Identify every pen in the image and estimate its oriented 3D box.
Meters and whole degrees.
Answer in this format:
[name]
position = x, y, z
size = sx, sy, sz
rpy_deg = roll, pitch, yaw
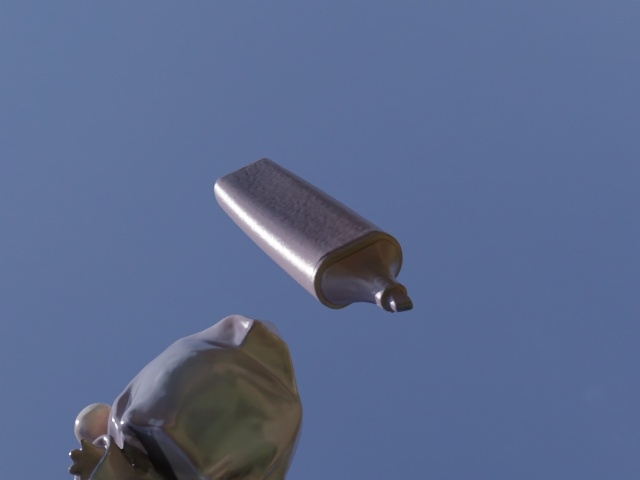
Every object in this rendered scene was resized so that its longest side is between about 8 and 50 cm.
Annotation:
[pen]
position = 0.000, 0.000, 0.972
size = 0.053, 0.197, 0.032
rpy_deg = -25, -61, -16

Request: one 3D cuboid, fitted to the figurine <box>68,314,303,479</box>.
[figurine]
position = -0.112, 0.177, 1.316
size = 0.200, 0.133, 0.276
rpy_deg = 26, -121, 20
